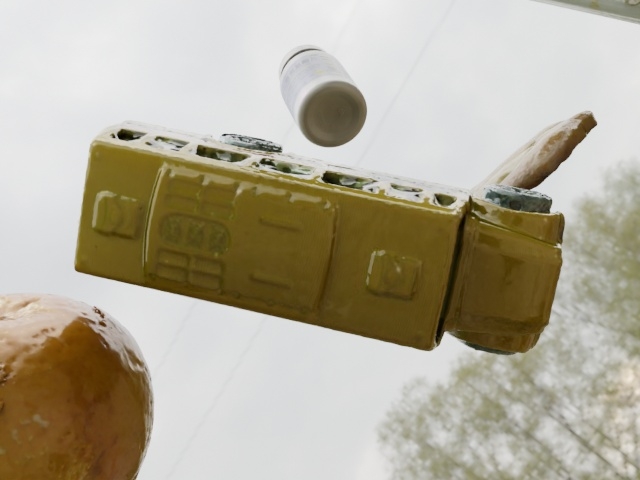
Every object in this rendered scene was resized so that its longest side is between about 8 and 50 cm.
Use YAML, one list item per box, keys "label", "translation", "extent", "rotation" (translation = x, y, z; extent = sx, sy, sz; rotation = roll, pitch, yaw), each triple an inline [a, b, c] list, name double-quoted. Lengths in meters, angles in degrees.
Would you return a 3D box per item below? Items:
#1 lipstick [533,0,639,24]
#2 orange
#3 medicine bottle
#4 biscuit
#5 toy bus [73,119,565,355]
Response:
- label: "lipstick"
  translation: [0.356, -0.281, 1.174]
  extent: [0.059, 0.264, 0.059]
  rotation: [-27, -51, -39]
- label: "orange"
  translation: [-0.229, 0.134, 0.739]
  extent: [0.219, 0.219, 0.193]
  rotation: [-5, -96, -51]
- label: "medicine bottle"
  translation: [-0.002, -0.216, 1.488]
  extent: [0.102, 0.187, 0.103]
  rotation: [-6, -60, -11]
- label: "biscuit"
  translation: [0.158, -0.038, 0.985]
  extent: [0.260, 0.041, 0.203]
  rotation: [-39, 5, 16]
- label: "toy bus"
  translation: [0.000, 0.000, 0.722]
  extent: [0.123, 0.335, 0.121]
  rotation: [-43, -35, -77]
